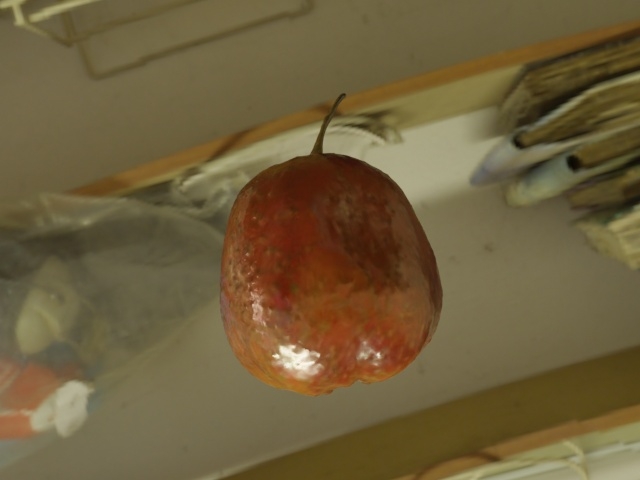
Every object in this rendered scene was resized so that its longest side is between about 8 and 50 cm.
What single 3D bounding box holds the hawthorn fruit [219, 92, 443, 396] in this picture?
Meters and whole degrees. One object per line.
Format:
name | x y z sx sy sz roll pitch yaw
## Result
hawthorn fruit | 0.000 0.000 0.674 0.163 0.203 0.162 -13 178 0
